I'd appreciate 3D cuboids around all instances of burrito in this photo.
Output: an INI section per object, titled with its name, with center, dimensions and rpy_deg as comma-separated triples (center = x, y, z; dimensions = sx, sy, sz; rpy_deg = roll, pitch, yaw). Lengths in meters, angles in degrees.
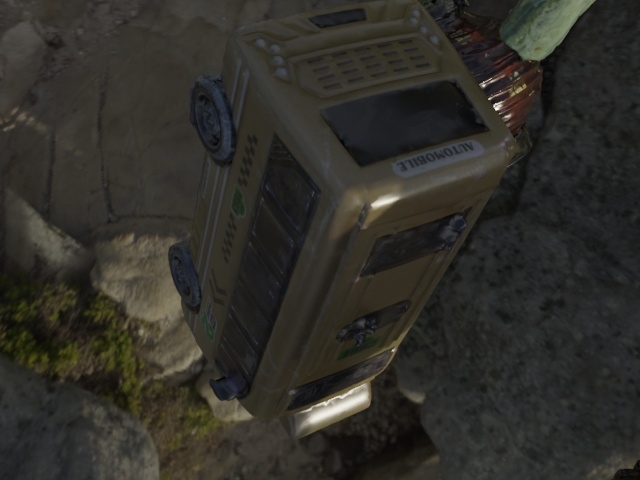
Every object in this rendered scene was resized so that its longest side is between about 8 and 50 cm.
[burrito]
center = 0.153, -0.155, 0.482
dimensions = 0.044, 0.074, 0.118
rpy_deg = 45, 138, 7

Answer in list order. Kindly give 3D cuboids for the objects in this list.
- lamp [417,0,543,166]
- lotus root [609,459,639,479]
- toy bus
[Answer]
[lamp]
center = 0.155, -0.190, 1.025
dimensions = 0.247, 0.247, 0.247
rpy_deg = -2, 105, -6
[lotus root]
center = 0.280, 0.181, 0.410
dimensions = 0.314, 0.141, 0.169
rpy_deg = 3, 99, 29
[toy bus]
center = 0.000, 0.000, 0.533
dimensions = 0.139, 0.157, 0.289
rpy_deg = -17, 150, -28
